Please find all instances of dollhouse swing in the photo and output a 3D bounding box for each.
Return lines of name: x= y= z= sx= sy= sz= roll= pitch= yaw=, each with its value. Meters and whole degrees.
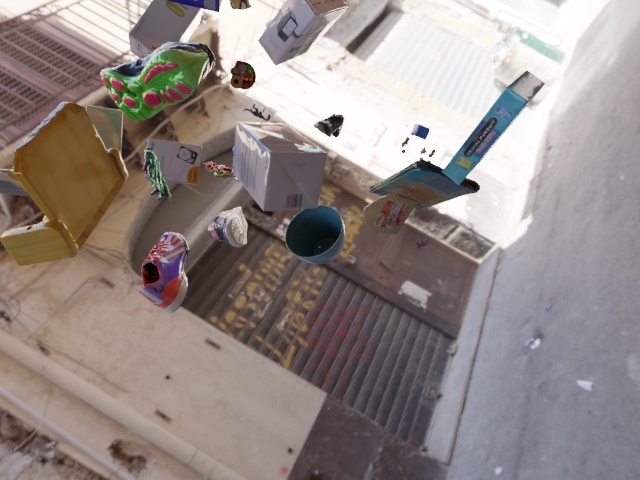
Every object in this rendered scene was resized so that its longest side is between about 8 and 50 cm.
dollhouse swing: x=-0.764 y=-0.167 z=1.258 sx=0.305 sy=0.315 sz=0.346 roll=62 pitch=-152 yaw=-41

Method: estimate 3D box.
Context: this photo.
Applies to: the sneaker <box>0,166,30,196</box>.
sneaker: x=-0.803 y=-0.179 z=1.212 sx=0.281 sy=0.105 sz=0.115 roll=-164 pitch=81 yaw=-73

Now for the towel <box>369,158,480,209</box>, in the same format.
towel: x=0.381 y=-0.195 z=1.709 sx=0.370 sy=0.272 sz=0.040 roll=159 pitch=127 yaw=-67

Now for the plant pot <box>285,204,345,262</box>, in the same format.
plant pot: x=0.000 y=0.000 z=2.184 sx=0.290 sy=0.290 sz=0.195 roll=-59 pitch=-33 yaw=-17

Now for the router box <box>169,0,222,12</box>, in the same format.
router box: x=-0.457 y=-0.873 z=1.390 sx=0.082 sy=0.336 sz=0.301 roll=117 pitch=160 yaw=-61

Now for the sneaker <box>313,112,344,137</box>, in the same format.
sneaker: x=0.045 y=-0.541 z=2.072 sx=0.106 sy=0.101 sz=0.267 roll=-56 pitch=-5 yaw=19

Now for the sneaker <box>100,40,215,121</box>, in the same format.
sneaker: x=-0.505 y=-0.501 z=1.406 sx=0.202 sy=0.483 sz=0.185 roll=-52 pitch=-47 yaw=-37

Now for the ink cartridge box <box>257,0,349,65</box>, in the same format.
ink cartridge box: x=-0.062 y=-0.761 z=1.573 sx=0.198 sy=0.114 sz=0.273 roll=-41 pitch=8 yaw=-40

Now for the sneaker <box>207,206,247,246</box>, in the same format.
sneaker: x=-0.384 y=-0.038 z=1.815 sx=0.148 sy=0.131 sz=0.350 roll=-19 pitch=14 yaw=-1

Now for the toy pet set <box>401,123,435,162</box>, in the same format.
toy pet set: x=0.345 y=-0.345 z=1.585 sx=0.065 sy=0.122 sz=0.114 roll=-1 pitch=-63 yaw=-58

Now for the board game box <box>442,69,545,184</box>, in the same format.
board game box: x=0.562 y=-0.367 z=1.473 sx=0.254 sy=0.079 sz=0.336 roll=-39 pitch=-14 yaw=-45

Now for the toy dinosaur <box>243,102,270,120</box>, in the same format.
toy dinosaur: x=-0.233 y=-0.485 z=1.717 sx=0.082 sy=0.090 sz=0.047 roll=38 pitch=-108 yaw=-50

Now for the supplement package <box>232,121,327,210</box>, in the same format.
supplement package: x=-0.134 y=-0.230 z=1.351 sx=0.293 sy=0.178 sz=0.175 roll=48 pitch=136 yaw=49

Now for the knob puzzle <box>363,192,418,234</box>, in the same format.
knob puzzle: x=0.248 y=-0.108 z=1.724 sx=0.213 sy=0.213 sz=0.030 roll=-63 pitch=31 yaw=34

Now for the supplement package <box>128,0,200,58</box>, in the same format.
supplement package: x=-0.571 y=-0.786 z=1.668 sx=0.261 sy=0.145 sz=0.204 roll=-59 pitch=20 yaw=-6

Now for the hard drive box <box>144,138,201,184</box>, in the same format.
hard drive box: x=-0.670 y=-0.355 z=2.051 sx=0.089 sy=0.232 sz=0.181 roll=-163 pitch=78 yaw=-71

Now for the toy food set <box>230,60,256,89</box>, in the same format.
toy food set: x=-0.234 y=-0.498 z=1.359 sx=0.020 sy=0.083 sz=0.082 roll=-53 pitch=-30 yaw=-64

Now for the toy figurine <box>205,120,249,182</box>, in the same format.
toy figurine: x=-0.314 y=-0.347 z=1.698 sx=0.362 sy=0.191 sz=0.217 roll=-141 pitch=66 yaw=-66

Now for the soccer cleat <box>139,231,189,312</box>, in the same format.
soccer cleat: x=-0.445 y=0.062 z=1.271 sx=0.109 sy=0.116 sz=0.318 roll=-40 pitch=39 yaw=15

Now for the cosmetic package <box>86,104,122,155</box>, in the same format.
cosmetic package: x=-0.749 y=-0.338 z=1.557 sx=0.085 sy=0.117 sz=0.231 roll=170 pitch=102 yaw=-66

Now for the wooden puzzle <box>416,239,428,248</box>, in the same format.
wooden puzzle: x=0.443 y=0.016 z=1.954 sx=0.049 sy=0.006 sz=0.083 roll=-22 pitch=-29 yaw=4

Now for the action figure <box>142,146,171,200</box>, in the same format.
action figure: x=-0.649 y=-0.269 z=1.750 sx=0.064 sy=0.232 sz=0.137 roll=-21 pitch=-24 yaw=1

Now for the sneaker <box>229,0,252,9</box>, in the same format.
sneaker: x=-0.291 y=-0.936 z=1.625 sx=0.084 sy=0.069 sz=0.185 roll=-16 pitch=-56 yaw=-27
